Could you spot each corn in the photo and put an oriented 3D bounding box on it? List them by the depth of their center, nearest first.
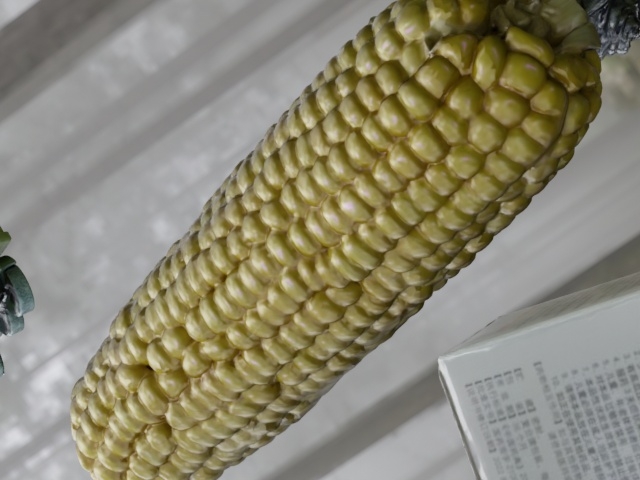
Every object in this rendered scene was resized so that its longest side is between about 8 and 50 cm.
[{"bbox_3d":[0.000,0.000,0.805,0.101,0.310,0.101,35,-151,-22],"label":"corn"}]

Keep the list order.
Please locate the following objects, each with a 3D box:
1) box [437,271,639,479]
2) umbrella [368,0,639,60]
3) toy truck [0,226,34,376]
[{"bbox_3d":[0.236,0.101,1.032,0.106,0.299,0.200,-21,-89,-65],"label":"box"},{"bbox_3d":[0.144,-0.141,1.382,0.080,0.224,0.071,-40,-60,-72],"label":"umbrella"},{"bbox_3d":[-0.220,0.029,1.099,0.100,0.077,0.169,60,154,11],"label":"toy truck"}]
